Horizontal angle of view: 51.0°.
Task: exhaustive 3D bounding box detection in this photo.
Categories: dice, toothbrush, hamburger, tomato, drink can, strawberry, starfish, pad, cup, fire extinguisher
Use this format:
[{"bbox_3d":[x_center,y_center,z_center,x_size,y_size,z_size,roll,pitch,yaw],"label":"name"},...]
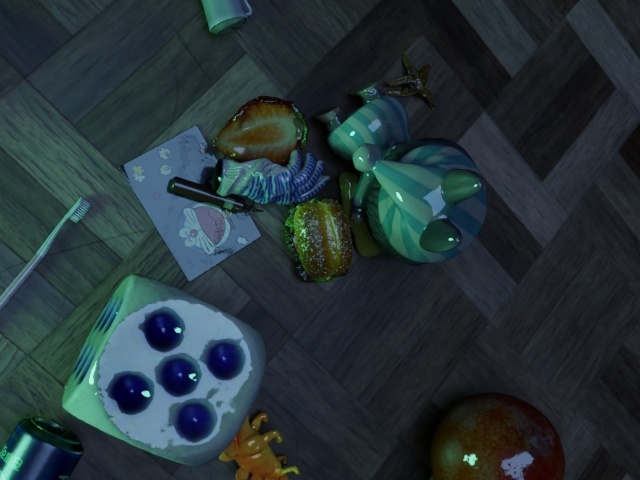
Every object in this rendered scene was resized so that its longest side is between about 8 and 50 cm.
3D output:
[{"bbox_3d":[-0.254,0.211,1.095,0.251,0.259,0.243,30,76,-18],"label":"dice"},{"bbox_3d":[-0.486,0.043,1.131,0.025,0.020,0.286,42,74,-23],"label":"toothbrush"},{"bbox_3d":[0.000,0.000,1.295,0.137,0.087,0.166,-9,92,-22],"label":"hamburger"},{"bbox_3d":[0.362,0.440,1.351,0.264,0.265,0.265,1,89,-22],"label":"tomato"},{"bbox_3d":[-0.478,0.395,1.075,0.118,0.118,0.205,31,78,-19],"label":"drink can"},{"bbox_3d":[-0.112,-0.201,1.258,0.187,0.082,0.147,-14,118,-14],"label":"strawberry"},{"bbox_3d":[0.210,-0.328,1.414,0.130,0.041,0.133,43,74,-17],"label":"starfish"},{"bbox_3d":[-0.238,-0.069,1.244,0.170,0.006,0.245,-33,101,-19],"label":"pad"},{"bbox_3d":[-0.176,-0.449,1.250,0.104,0.074,0.116,-21,92,-45],"label":"cup"},{"bbox_3d":[-0.191,-0.087,1.247,0.173,0.035,0.049,18,44,-21],"label":"fire extinguisher"}]

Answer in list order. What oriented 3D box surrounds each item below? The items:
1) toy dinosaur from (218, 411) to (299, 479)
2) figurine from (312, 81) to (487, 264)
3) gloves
[{"bbox_3d":[-0.131,0.385,1.247,0.117,0.070,0.288,-30,95,-20],"label":"toy dinosaur"},{"bbox_3d":[0.193,-0.131,1.225,0.266,0.377,0.361,-37,104,-19],"label":"figurine"},{"bbox_3d":[-0.088,-0.112,1.245,0.229,0.119,0.097,-8,84,-22],"label":"gloves"}]
